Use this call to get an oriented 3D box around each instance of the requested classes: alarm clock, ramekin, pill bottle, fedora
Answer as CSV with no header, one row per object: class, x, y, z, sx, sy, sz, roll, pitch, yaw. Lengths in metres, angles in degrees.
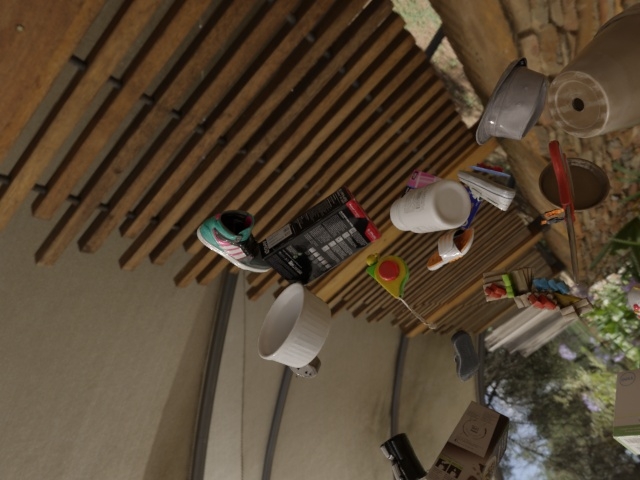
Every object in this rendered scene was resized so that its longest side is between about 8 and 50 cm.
alarm clock,-0.061,0.488,1.712,0.129,0.192,0.064,27,-138,2
ramekin,-0.085,0.297,1.467,0.135,0.277,0.277,32,-159,-22
pill bottle,0.298,-0.088,1.202,0.131,0.131,0.229,43,163,-13
fedora,0.600,-0.406,1.302,0.124,0.275,0.244,29,-173,29

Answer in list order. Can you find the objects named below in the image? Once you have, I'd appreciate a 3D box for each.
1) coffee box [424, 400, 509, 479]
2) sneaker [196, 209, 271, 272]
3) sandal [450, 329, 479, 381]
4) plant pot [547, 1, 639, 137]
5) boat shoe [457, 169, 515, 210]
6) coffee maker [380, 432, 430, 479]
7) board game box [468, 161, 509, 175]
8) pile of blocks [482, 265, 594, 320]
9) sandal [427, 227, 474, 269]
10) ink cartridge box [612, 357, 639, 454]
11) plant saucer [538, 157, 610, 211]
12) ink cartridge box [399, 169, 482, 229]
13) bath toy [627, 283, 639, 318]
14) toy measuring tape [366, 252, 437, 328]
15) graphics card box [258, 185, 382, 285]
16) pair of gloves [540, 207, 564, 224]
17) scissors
coffee box,0.426,0.640,1.226,0.119,0.297,0.168,17,132,39
sneaker,-0.259,-0.007,1.476,0.295,0.178,0.124,30,-133,-22
sandal,0.548,0.433,1.628,0.054,0.097,0.254,-132,21,-59
plant pot,0.792,-0.420,1.140,0.323,0.280,0.323,57,171,14
boat shoe,0.530,-0.167,1.407,0.083,0.076,0.226,0,-154,-28
coffee maker,0.353,0.878,1.726,0.120,0.171,0.178,85,161,-57
board game box,0.690,-0.297,1.737,0.169,0.033,0.133,17,-171,19
pile of blocks,0.731,0.174,1.470,0.362,0.149,0.112,11,-171,36
sandal,0.454,0.032,1.563,0.076,0.265,0.102,28,-127,-10
ink cartridge box,0.547,0.201,0.646,0.056,0.171,0.235,38,-127,-4
plant saucer,1.112,-0.243,1.883,0.278,0.278,0.041,56,179,29
ink cartridge box,0.566,-0.201,2.024,0.371,0.176,0.069,29,-175,38
bath toy,1.202,0.255,1.412,0.151,0.129,0.348,-11,-161,-24
toy measuring tape,0.287,0.148,1.438,0.330,0.121,0.121,43,-166,25
graphics card box,0.000,0.000,1.487,0.233,0.371,0.094,46,-167,-43
pair of gloves,0.776,-0.078,1.423,0.083,0.074,0.010,51,-149,-51
scissors,0.422,-0.044,0.718,0.109,0.021,0.297,38,-132,-42
